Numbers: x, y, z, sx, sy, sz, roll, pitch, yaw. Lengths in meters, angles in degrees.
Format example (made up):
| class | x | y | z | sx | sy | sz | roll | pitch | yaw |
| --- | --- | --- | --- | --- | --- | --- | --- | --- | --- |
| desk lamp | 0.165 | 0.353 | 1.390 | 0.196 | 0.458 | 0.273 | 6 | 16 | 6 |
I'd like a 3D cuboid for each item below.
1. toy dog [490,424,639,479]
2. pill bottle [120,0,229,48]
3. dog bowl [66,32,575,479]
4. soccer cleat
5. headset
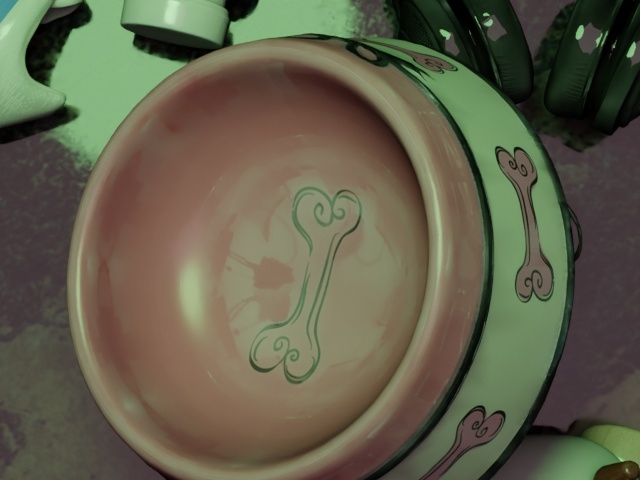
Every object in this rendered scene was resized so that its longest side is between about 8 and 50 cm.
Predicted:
| class | x | y | z | sx | sy | sz | roll | pitch | yaw |
| --- | --- | --- | --- | --- | --- | --- | --- | --- | --- |
| toy dog | 0.130 | 0.182 | 1.532 | 0.334 | 0.161 | 0.220 | 1 | 59 | -4 |
| pill bottle | -0.102 | -0.270 | 1.587 | 0.118 | 0.117 | 0.208 | 12 | 88 | 0 |
| dog bowl | -0.020 | 0.026 | 1.464 | 0.408 | 0.150 | 0.407 | -6 | 79 | 30 |
| soccer cleat | -0.271 | -0.255 | 1.599 | 0.143 | 0.116 | 0.331 | 1 | 89 | -17 |
| headset | 0.178 | -0.146 | 1.598 | 0.243 | 0.185 | 0.394 | 2 | 72 | 3 |
